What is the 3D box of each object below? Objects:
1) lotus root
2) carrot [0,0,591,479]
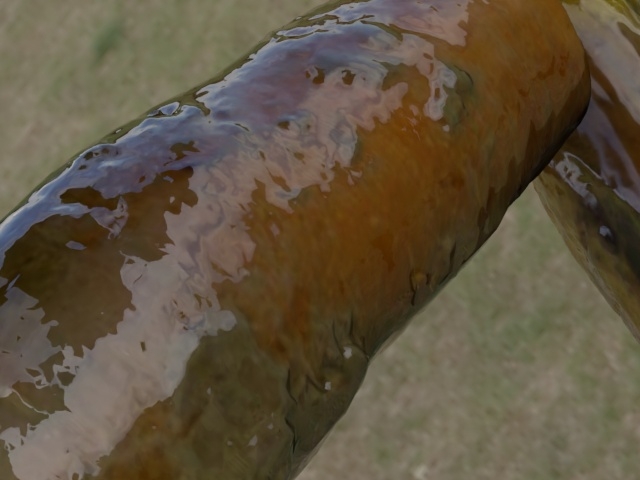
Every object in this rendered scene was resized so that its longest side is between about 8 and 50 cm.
[{"bbox_3d":[0.205,-0.037,0.871,0.193,0.291,0.193,-36,-6,-5],"label":"lotus root"},{"bbox_3d":[-0.029,0.006,0.638,0.139,0.139,0.302,-6,34,48],"label":"carrot"}]
